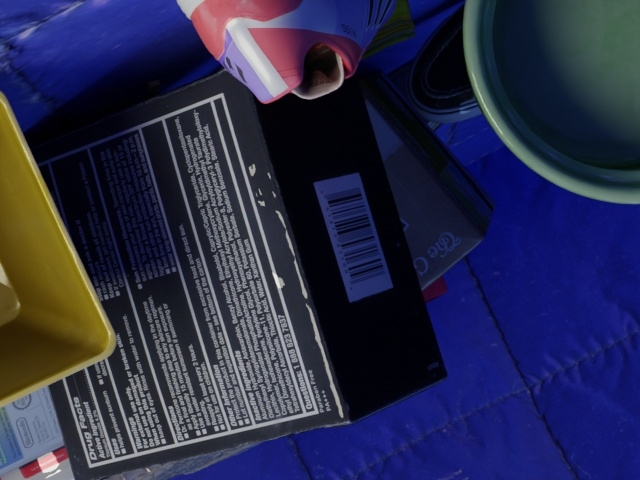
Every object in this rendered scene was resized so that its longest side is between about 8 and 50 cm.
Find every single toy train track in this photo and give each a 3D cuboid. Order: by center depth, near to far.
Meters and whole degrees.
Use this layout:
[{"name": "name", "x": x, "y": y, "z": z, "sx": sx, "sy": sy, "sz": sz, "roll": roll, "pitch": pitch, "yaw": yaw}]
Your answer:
[{"name": "toy train track", "x": -0.153, "y": -0.126, "z": 1.483, "sx": 0.048, "sy": 0.014, "sz": 0.083, "roll": -18, "pitch": 167, "yaw": -18}]

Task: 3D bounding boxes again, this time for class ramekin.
[{"name": "ramekin", "x": 0.272, "y": -0.185, "z": 1.526, "sx": 0.303, "sy": 0.303, "sz": 0.148, "roll": -27, "pitch": -177, "yaw": -2}]

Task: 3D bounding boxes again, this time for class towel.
[{"name": "towel", "x": 0.042, "y": -0.206, "z": 1.632, "sx": 0.102, "sy": 0.021, "sz": 0.237, "roll": -28, "pitch": 175, "yaw": 3}]

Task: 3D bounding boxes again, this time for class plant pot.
[{"name": "plant pot", "x": -0.302, "y": 0.026, "z": 1.261, "sx": 0.212, "sy": 0.212, "sz": 0.187, "roll": -26, "pitch": -172, "yaw": -14}]

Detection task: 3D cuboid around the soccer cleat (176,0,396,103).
[{"name": "soccer cleat", "x": -0.007, "y": -0.159, "z": 1.282, "sx": 0.108, "sy": 0.116, "sz": 0.318, "roll": -29, "pitch": 175, "yaw": 19}]

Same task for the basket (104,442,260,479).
[{"name": "basket", "x": -0.247, "y": 0.183, "z": 2.430, "sx": 0.266, "sy": 0.328, "sz": 0.331, "roll": -18, "pitch": 171, "yaw": -40}]

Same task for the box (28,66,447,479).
[{"name": "box", "x": -0.091, "y": 0.024, "z": 1.428, "sx": 0.294, "sy": 0.296, "sz": 0.182, "roll": -17, "pitch": 179, "yaw": 32}]

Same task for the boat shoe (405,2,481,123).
[{"name": "boat shoe", "x": 0.212, "y": -0.233, "z": 1.740, "sx": 0.306, "sy": 0.113, "sz": 0.105, "roll": -31, "pitch": 168, "yaw": 12}]

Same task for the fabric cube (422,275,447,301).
[{"name": "fabric cube", "x": -0.010, "y": 0.041, "z": 2.586, "sx": 0.258, "sy": 0.254, "sz": 0.259, "roll": -22, "pitch": 174, "yaw": -29}]

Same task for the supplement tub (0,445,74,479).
[{"name": "supplement tub", "x": -0.323, "y": 0.145, "z": 1.838, "sx": 0.191, "sy": 0.272, "sz": 0.191, "roll": -26, "pitch": 177, "yaw": -1}]

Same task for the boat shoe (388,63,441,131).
[{"name": "boat shoe", "x": 0.046, "y": -0.112, "z": 2.113, "sx": 0.335, "sy": 0.112, "sz": 0.095, "roll": -34, "pitch": 168, "yaw": 29}]

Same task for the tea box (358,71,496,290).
[{"name": "tea box", "x": 0.000, "y": 0.000, "z": 1.866, "sx": 0.329, "sy": 0.220, "sz": 0.323, "roll": -40, "pitch": -178, "yaw": 10}]

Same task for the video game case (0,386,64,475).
[{"name": "video game case", "x": -0.342, "y": 0.107, "z": 1.605, "sx": 0.300, "sy": 0.036, "sz": 0.329, "roll": -25, "pitch": 134, "yaw": -17}]
